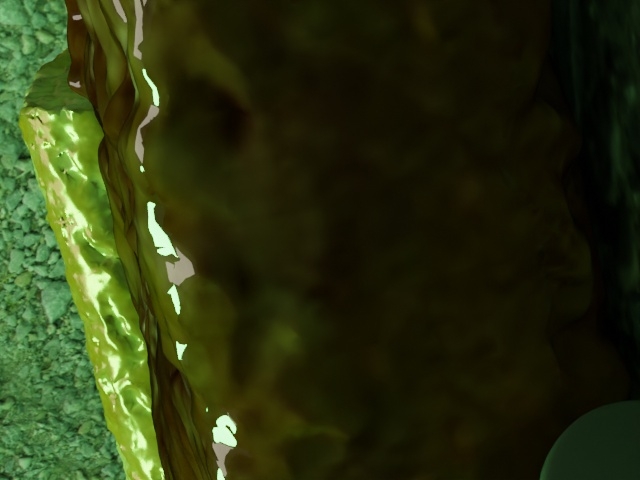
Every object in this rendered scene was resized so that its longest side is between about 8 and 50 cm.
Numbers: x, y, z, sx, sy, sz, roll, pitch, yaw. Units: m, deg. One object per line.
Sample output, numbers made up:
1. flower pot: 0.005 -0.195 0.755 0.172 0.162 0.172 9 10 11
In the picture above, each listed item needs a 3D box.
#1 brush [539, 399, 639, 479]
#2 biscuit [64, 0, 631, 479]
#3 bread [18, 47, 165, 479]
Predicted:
1. brush: 0.134 0.166 0.527 0.027 0.062 0.266 62 -175 -63
2. biscuit: 0.000 0.000 0.725 0.343 0.166 0.395 -120 18 -57
3. bread: -0.096 0.037 1.355 0.236 0.165 0.375 -96 -7 -75
